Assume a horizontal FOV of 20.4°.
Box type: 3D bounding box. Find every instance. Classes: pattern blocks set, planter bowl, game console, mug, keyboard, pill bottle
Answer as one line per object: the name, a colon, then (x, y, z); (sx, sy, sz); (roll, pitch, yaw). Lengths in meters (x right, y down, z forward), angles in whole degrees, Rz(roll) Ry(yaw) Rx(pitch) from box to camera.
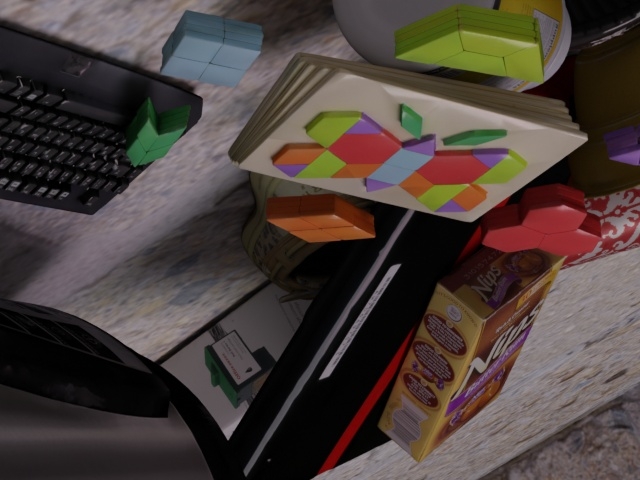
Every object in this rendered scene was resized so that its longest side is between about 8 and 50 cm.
pattern blocks set: (0.050, -0.057, 1.057); (0.324, 0.026, 0.285); (5, 155, -10)
planter bowl: (0.249, -0.126, 1.260); (0.217, 0.090, 0.217); (-31, -169, 6)
game console: (0.075, 0.027, 1.376); (0.342, 0.060, 0.386); (-12, 137, -60)
mug: (0.241, -0.048, 1.639); (0.169, 0.150, 0.113); (-19, -163, -16)
keyboard: (-0.208, -0.044, 1.016); (0.201, 0.033, 0.317); (-35, 161, 18)
pill bottle: (0.089, -0.140, 1.084); (0.103, 0.103, 0.184); (-35, 162, 20)

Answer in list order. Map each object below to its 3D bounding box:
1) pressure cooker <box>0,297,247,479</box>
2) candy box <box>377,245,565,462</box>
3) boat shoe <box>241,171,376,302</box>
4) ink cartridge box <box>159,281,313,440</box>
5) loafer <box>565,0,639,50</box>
pressure cooker: (-0.247, 0.225, 1.150); (0.375, 0.370, 0.420); (-32, 160, 23)
candy box: (0.117, 0.082, 1.402); (0.109, 0.053, 0.187); (-34, 154, -37)
boat shoe: (0.000, 0.000, 1.364); (0.104, 0.089, 0.285); (-28, 162, -5)
ink cartridge box: (-0.027, 0.105, 1.618); (0.219, 0.093, 0.160); (-37, 161, 22)
loafer: (0.231, -0.190, 1.204); (0.220, 0.080, 0.078); (-30, 163, 2)
